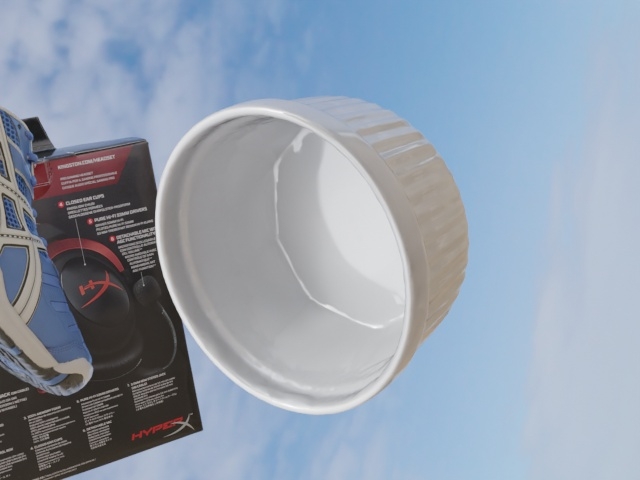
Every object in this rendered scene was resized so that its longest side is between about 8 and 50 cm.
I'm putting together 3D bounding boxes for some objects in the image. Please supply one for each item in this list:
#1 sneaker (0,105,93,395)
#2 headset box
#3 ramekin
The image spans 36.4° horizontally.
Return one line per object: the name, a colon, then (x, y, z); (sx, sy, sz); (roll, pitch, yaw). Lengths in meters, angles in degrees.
sneaker: (-0.166, -0.017, 0.476); (0.081, 0.080, 0.211); (-39, -71, -31)
headset box: (-0.240, 0.046, 0.818); (0.218, 0.110, 0.293); (-16, -78, -28)
ramekin: (0.000, 0.000, 0.652); (0.109, 0.207, 0.207); (-27, -53, -50)
